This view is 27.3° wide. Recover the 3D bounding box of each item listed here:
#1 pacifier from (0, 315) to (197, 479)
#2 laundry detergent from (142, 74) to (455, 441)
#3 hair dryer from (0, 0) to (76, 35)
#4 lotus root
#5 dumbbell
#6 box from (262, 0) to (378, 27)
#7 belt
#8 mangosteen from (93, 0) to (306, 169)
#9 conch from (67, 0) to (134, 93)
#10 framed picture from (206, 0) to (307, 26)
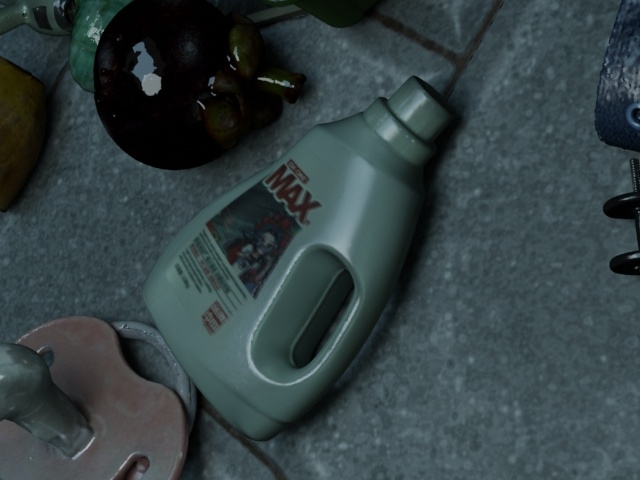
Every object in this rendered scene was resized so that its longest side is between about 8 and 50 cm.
[{"bbox_3d":[-0.299,0.212,1.536,0.332,0.273,0.220,40,119,37],"label":"pacifier"},{"bbox_3d":[0.000,0.000,1.424,0.398,0.124,0.264,-47,55,16],"label":"laundry detergent"},{"bbox_3d":[-0.457,-0.313,1.803,0.229,0.267,0.092,-133,30,-59],"label":"hair dryer"},{"bbox_3d":[-0.460,-0.166,1.777,0.199,0.188,0.180,35,88,40],"label":"lotus root"},{"bbox_3d":[0.301,-0.006,1.230,0.069,0.069,0.147,-13,71,34],"label":"dumbbell"},{"bbox_3d":[-0.001,-0.415,1.474,0.253,0.178,0.329,-39,64,16],"label":"box"},{"bbox_3d":[0.344,-0.179,1.208,0.128,0.122,0.218,20,89,35],"label":"belt"},{"bbox_3d":[-0.139,-0.187,1.538,0.250,0.211,0.211,-2,76,10],"label":"mangosteen"},{"bbox_3d":[-0.254,-0.267,1.672,0.122,0.176,0.188,-6,97,11],"label":"conch"},{"bbox_3d":[-0.072,-0.359,1.630,0.281,0.019,0.209,-11,72,34],"label":"framed picture"}]
